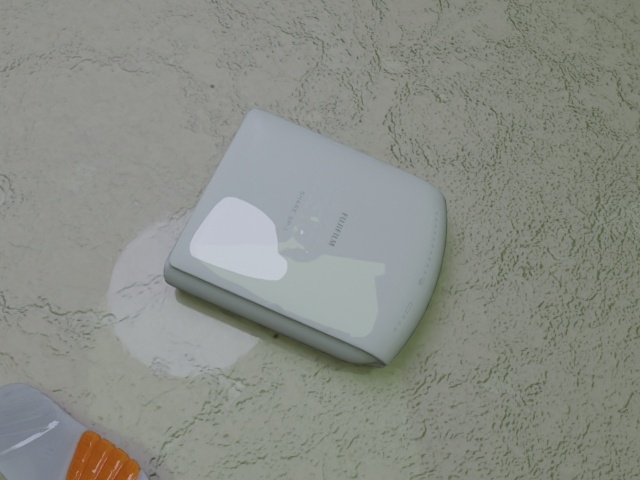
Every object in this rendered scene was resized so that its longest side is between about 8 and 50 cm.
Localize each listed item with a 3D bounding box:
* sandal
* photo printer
[{"bbox_3d":[-0.267,0.250,0.566,0.265,0.076,0.102,32,53,25],"label":"sandal"},{"bbox_3d":[0.000,0.000,0.665,0.307,0.107,0.256,24,70,1],"label":"photo printer"}]
